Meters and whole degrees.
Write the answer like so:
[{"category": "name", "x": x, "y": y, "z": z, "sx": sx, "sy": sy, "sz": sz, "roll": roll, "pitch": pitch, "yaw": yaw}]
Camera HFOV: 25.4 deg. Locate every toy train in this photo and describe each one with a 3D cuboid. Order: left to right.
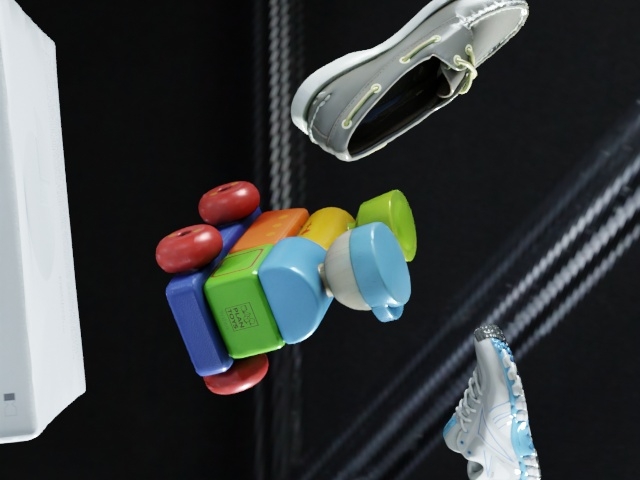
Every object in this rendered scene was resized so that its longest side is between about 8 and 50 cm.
[{"category": "toy train", "x": 0.000, "y": 0.000, "z": 0.944, "sx": 0.143, "sy": 0.248, "sz": 0.105, "roll": -14, "pitch": -74, "yaw": 19}]

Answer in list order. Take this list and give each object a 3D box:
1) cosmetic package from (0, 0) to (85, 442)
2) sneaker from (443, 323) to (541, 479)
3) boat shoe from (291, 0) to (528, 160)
[{"category": "cosmetic package", "x": -0.213, "y": -0.010, "z": 0.766, "sx": 0.138, "sy": 0.224, "sz": 0.224, "roll": -5, "pitch": -91, "yaw": -2}, {"category": "sneaker", "x": 0.152, "y": 0.161, "z": 1.315, "sx": 0.082, "sy": 0.191, "sz": 0.071, "roll": -12, "pitch": -146, "yaw": 5}, {"category": "boat shoe", "x": 0.115, "y": -0.186, "z": 1.559, "sx": 0.305, "sy": 0.109, "sz": 0.091, "roll": -32, "pitch": -125, "yaw": -16}]
